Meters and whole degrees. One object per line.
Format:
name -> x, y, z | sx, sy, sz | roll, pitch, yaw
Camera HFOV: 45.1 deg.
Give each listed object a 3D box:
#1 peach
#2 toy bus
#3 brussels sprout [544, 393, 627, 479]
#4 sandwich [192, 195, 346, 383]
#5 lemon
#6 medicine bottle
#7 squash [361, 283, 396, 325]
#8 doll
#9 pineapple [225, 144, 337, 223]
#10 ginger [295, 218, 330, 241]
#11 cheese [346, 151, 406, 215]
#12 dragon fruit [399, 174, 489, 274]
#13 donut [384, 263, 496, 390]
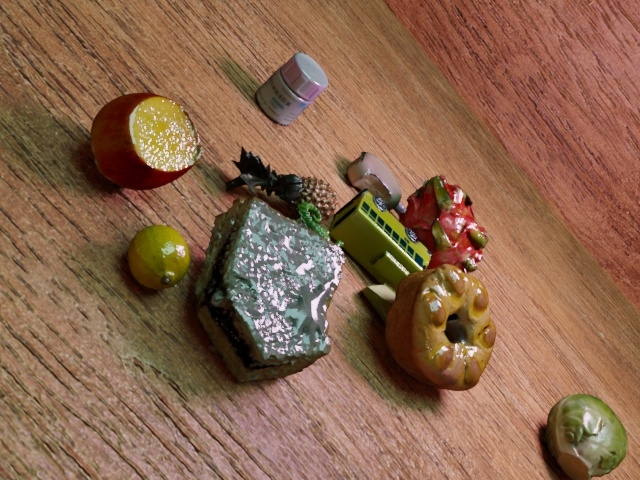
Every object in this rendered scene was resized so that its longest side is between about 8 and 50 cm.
peach -> -0.325, -0.184, 1.446 | 0.190, 0.193, 0.190 | -6, 90, -86
toy bus -> 0.156, 0.011, 1.990 | 0.262, 0.128, 0.150 | 44, 30, -11
brussels sprout -> 0.729, 0.541, 2.127 | 0.244, 0.244, 0.244 | 35, 32, -27
sandwich -> -0.096, 0.106, 1.444 | 0.262, 0.131, 0.325 | 33, 50, -28
lemon -> -0.283, 0.031, 1.354 | 0.109, 0.109, 0.133 | 22, 25, -42
medicine bottle -> -0.077, -0.412, 2.099 | 0.135, 0.168, 0.135 | 36, 31, -26
squash -> 0.187, 0.184, 1.886 | 0.200, 0.075, 0.090 | 56, 6, 5
doll -> 0.000, 0.000, 1.692 | 0.115, 0.050, 0.190 | -19, 81, -56
pineapple -> -0.086, -0.119, 1.788 | 0.277, 0.119, 0.130 | 22, 28, -37
ginger -> -0.063, 0.027, 1.706 | 0.137, 0.089, 0.290 | 63, 30, -17
cheese -> 0.196, -0.134, 2.262 | 0.286, 0.082, 0.163 | 47, 30, -9
dragon fruit -> 0.341, -0.030, 2.171 | 0.237, 0.231, 0.302 | -7, 78, -36
donut -> 0.287, 0.209, 1.824 | 0.299, 0.150, 0.317 | -39, 118, -43
